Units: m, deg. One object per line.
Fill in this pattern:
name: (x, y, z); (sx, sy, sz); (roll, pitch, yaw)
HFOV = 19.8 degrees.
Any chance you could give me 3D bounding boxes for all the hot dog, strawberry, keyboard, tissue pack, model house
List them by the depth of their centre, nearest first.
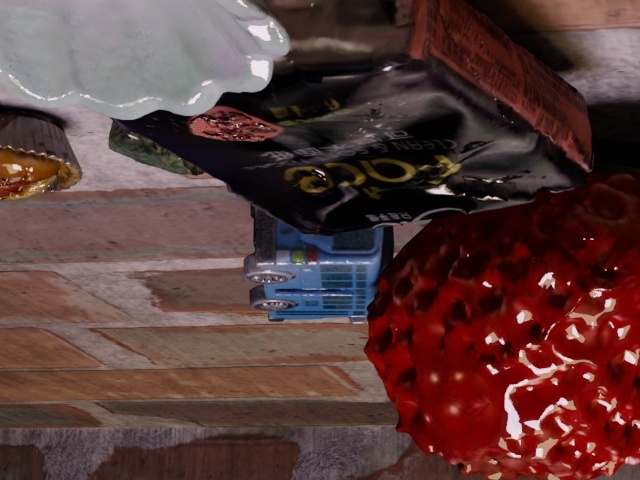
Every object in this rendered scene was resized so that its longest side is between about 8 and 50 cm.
tissue pack: (0.028, -0.092, 1.257); (0.245, 0.123, 0.332); (-3, 166, 26)
model house: (-0.126, -0.090, 1.444); (0.083, 0.066, 0.079); (15, -176, 23)
hot dog: (-0.315, -0.059, 1.538); (0.253, 0.069, 0.131); (-8, 163, 29)
strawberry: (0.210, 0.044, 1.538); (0.318, 0.295, 0.345); (11, 150, -4)
keyboard: (0.208, -0.076, 1.542); (0.155, 0.010, 0.053); (4, 167, -14)

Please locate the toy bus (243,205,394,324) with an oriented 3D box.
toy bus: (0.000, 0.000, 1.657); (0.134, 0.116, 0.234); (-1, 165, 1)

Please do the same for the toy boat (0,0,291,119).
toy boat: (-0.158, -0.154, 1.037); (0.290, 0.100, 0.199); (11, 155, -31)
